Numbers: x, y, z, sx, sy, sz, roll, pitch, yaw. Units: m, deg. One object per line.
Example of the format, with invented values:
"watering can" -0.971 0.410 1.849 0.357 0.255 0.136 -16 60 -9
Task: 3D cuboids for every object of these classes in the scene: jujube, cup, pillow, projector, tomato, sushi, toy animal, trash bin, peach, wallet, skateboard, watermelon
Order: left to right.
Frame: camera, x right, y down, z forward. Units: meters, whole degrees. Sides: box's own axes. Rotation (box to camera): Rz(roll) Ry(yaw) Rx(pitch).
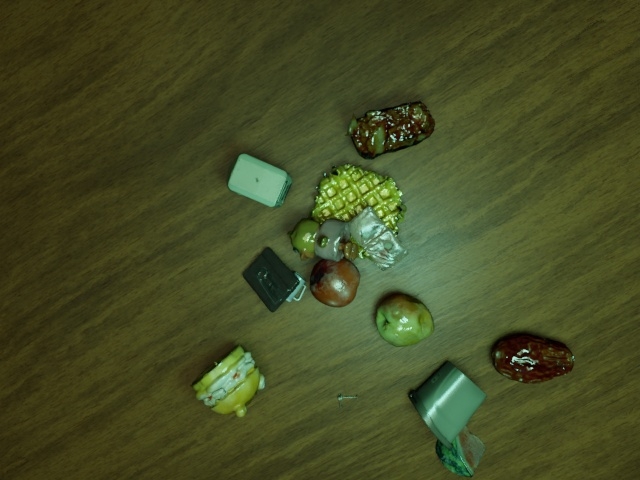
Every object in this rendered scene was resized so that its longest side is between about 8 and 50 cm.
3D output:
"projector" -0.248 -0.240 1.650 0.242 0.177 0.164 23 93 1
"wallet" -0.208 0.157 1.700 0.182 0.049 0.229 -49 63 9
"cup" -0.111 0.203 1.732 0.104 0.074 0.116 41 91 -24
"toy animal" -0.002 -0.004 1.577 0.281 0.195 0.169 1 83 21
"tomato" 0.052 0.161 1.640 0.184 0.208 0.208 18 95 -13
"skateboard" 0.120 0.690 1.767 0.083 0.032 0.064 -7 104 6
"pillow" 0.221 -0.004 1.605 0.135 0.049 0.248 -41 91 10
"sushi" 0.261 -0.439 1.601 0.343 0.182 0.197 -16 86 2
"peach" 0.344 0.327 1.650 0.235 0.214 0.214 13 95 -15
"trash bin" 0.509 0.644 1.652 0.219 0.220 0.250 43 89 -2
"watermelon" 0.591 0.852 1.687 0.202 0.207 0.136 -20 120 -11
"jujube" 0.830 0.465 1.620 0.290 0.197 0.197 -2 94 5

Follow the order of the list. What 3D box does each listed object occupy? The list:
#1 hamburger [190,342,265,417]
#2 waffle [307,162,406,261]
"hamburger" -0.363 0.586 1.679 0.276 0.276 0.237 -39 89 6
"waffle" 0.145 -0.113 1.673 0.381 0.095 0.380 17 98 5
